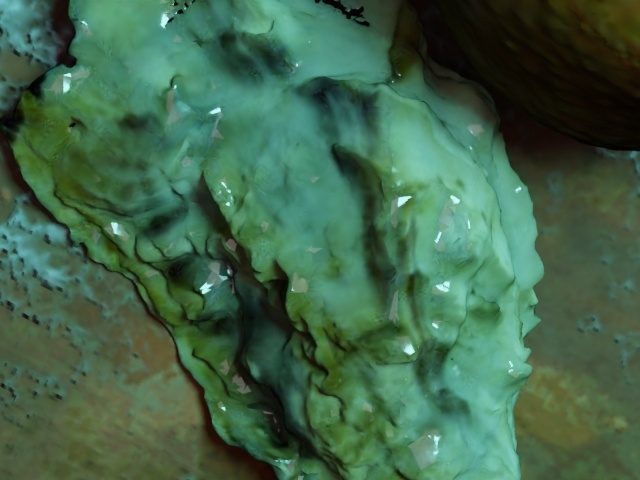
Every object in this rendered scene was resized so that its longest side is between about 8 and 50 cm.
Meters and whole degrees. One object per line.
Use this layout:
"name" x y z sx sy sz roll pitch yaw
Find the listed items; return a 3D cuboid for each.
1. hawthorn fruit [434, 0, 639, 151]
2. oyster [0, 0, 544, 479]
"hawthorn fruit" 0.148 -0.221 0.804 0.285 0.285 0.369 -17 96 -4
"oyster" 0.003 -0.001 0.908 0.201 0.107 0.354 -36 100 3
